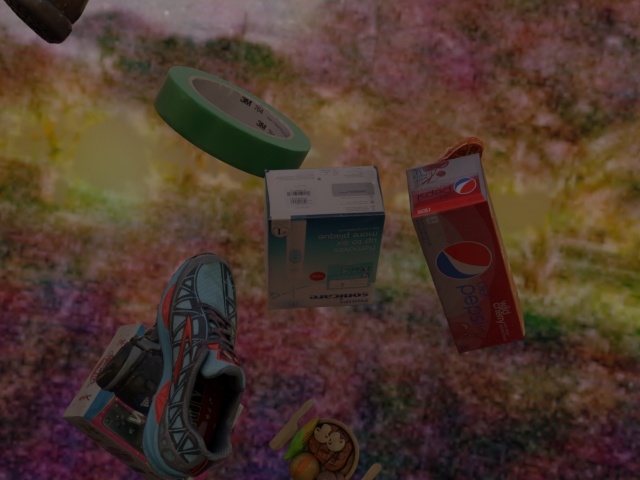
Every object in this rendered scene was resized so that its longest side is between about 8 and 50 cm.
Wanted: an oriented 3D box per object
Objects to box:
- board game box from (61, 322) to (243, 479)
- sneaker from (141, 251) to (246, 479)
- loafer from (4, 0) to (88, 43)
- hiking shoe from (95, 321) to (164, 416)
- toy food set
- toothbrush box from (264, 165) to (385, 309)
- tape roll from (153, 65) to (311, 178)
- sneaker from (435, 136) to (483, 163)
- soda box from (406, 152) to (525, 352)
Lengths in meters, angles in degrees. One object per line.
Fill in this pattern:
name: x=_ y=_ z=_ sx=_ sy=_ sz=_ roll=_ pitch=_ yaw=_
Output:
board game box: x=-0.332 y=0.346 z=2.009 sx=0.303 sy=0.224 sz=0.097 roll=43 pitch=-31 yaw=-25
sneaker: x=-0.119 y=0.137 z=1.126 sx=0.104 sy=0.262 sz=0.125 roll=16 pitch=-21 yaw=-35
loafer: x=-0.395 y=-0.389 z=1.242 sx=0.366 sy=0.130 sz=0.134 roll=44 pitch=-8 yaw=19
hiking shoe: x=-0.227 y=0.192 z=1.526 sx=0.132 sy=0.113 sz=0.304 roll=45 pitch=23 yaw=1
toy food set: x=0.004 y=0.378 z=1.751 sx=0.192 sy=0.132 sz=0.038 roll=39 pitch=-1 yaw=24
toothbrush box: x=0.000 y=0.000 z=1.921 sx=0.216 sy=0.126 sz=0.296 roll=-2 pitch=-37 yaw=-6
tape roll: x=-0.175 y=-0.236 z=1.998 sx=0.321 sy=0.077 sz=0.321 roll=29 pitch=18 yaw=-10
sneaker: x=0.226 y=-0.140 z=1.693 sx=0.064 sy=0.067 sz=0.175 roll=10 pitch=-22 yaw=-13
soda box: x=0.178 y=0.023 z=1.200 sx=0.092 sy=0.083 sz=0.263 roll=-13 pitch=-45 yaw=12
